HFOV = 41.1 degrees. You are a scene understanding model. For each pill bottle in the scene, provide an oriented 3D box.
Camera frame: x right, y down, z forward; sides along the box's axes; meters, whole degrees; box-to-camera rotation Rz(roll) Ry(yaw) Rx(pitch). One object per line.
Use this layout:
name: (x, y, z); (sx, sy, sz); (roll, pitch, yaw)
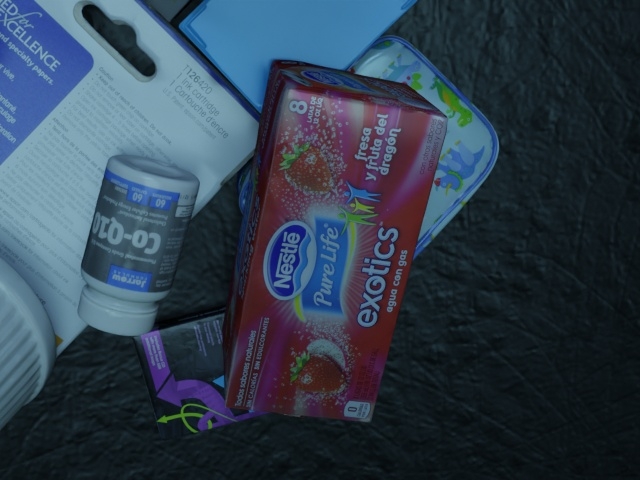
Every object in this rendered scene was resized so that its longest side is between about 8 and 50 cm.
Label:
pill bottle: (-0.154, 0.004, 0.712); (0.078, 0.078, 0.137); (14, 102, -12)

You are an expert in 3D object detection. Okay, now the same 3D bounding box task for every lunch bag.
lunch bag: (0.043, -0.062, 0.786); (0.176, 0.090, 0.219); (40, 95, -14)

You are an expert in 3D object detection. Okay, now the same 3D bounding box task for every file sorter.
file sorter: (-0.020, -0.199, 0.736); (0.170, 0.104, 0.118); (-44, 106, 3)

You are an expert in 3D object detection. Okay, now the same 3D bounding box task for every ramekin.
ramekin: (-0.339, 0.095, 0.710); (0.207, 0.109, 0.207); (9, 127, 12)

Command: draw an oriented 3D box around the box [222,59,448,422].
box: (0.000, 0.000, 0.678); (0.122, 0.128, 0.257); (8, 110, -11)

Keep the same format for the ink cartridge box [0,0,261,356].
ink cartridge box: (-0.252, -0.092, 0.748); (0.307, 0.072, 0.303); (-45, 105, 1)

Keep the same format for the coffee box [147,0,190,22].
coffee box: (-0.054, -0.291, 0.589); (0.119, 0.297, 0.168); (42, 67, -16)

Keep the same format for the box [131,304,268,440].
box: (-0.092, 0.122, 0.842); (0.162, 0.029, 0.116); (-15, 105, -6)
